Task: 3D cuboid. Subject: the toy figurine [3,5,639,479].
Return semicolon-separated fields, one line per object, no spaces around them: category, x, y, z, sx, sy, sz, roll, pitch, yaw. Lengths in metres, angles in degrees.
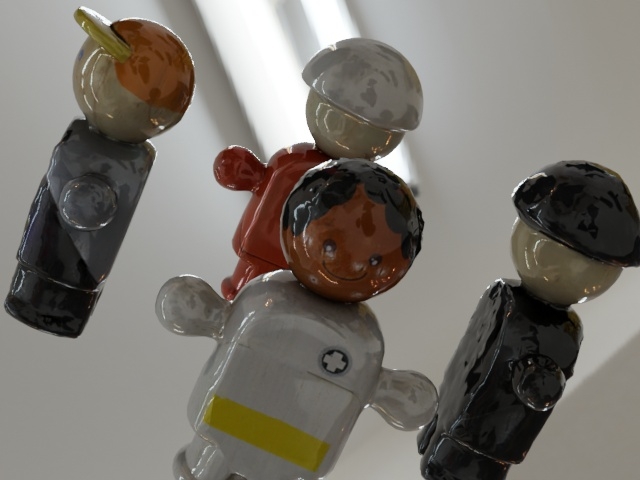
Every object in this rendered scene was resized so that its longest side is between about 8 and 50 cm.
toy figurine;0.000;0.000;0.560;0.209;0.213;0.148;5;-64;-46
